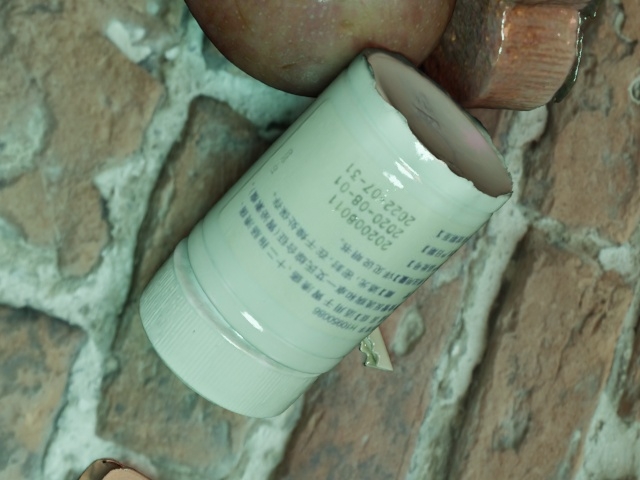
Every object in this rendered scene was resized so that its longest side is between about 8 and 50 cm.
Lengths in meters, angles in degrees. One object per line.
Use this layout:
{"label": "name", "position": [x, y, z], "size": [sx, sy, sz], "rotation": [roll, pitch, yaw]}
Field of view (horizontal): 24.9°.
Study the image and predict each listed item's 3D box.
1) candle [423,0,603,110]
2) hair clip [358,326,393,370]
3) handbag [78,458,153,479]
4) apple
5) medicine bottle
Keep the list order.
{"label": "candle", "position": [0.184, -0.309, 1.505], "size": [0.131, 0.317, 0.287], "rotation": [1, 48, -25]}
{"label": "hair clip", "position": [0.010, 0.053, 1.520], "size": [0.226, 0.034, 0.072], "rotation": [42, 70, -22]}
{"label": "handbag", "position": [-0.202, 0.333, 1.390], "size": [0.157, 0.059, 0.212], "rotation": [37, 75, -21]}
{"label": "apple", "position": [0.003, -0.286, 1.397], "size": [0.306, 0.235, 0.305], "rotation": [2, 83, -20]}
{"label": "medicine bottle", "position": [0.000, 0.000, 1.345], "size": [0.190, 0.190, 0.332], "rotation": [36, 113, -23]}
